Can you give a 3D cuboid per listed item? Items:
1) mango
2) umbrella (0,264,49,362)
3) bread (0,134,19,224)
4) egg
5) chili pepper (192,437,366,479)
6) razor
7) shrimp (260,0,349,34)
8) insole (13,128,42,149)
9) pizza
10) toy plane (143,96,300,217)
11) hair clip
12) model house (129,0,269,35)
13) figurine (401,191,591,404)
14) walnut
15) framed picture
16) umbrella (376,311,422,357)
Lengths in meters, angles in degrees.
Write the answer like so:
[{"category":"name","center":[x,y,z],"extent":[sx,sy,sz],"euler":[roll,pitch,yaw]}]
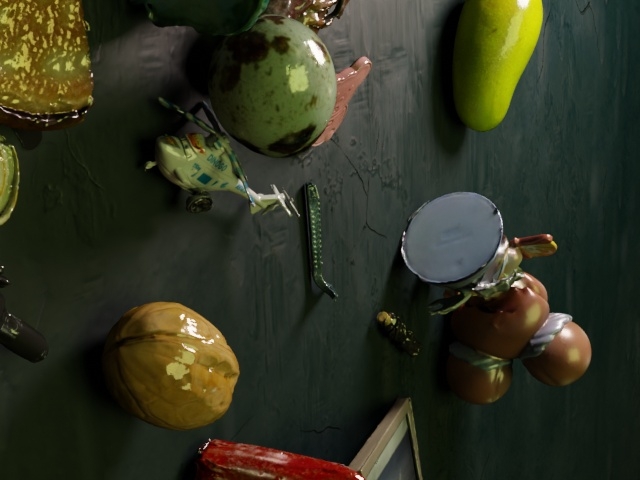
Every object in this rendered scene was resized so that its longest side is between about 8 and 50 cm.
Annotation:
[{"category":"mango","center":[0.310,-0.340,2.299],"extent":[0.175,0.143,0.293],"euler":[-10,115,-61]},{"category":"umbrella","center":[-0.399,0.054,1.369],"extent":[0.340,0.118,0.118],"euler":[52,55,-52]},{"category":"bread","center":[-0.395,-0.076,1.370],"extent":[0.156,0.064,0.117],"euler":[41,48,-50]},{"category":"egg","center":[-0.061,-0.196,1.680],"extent":[0.231,0.169,0.169],"euler":[75,36,-61]},{"category":"chili pepper","center":[-0.053,0.370,1.815],"extent":[0.136,0.253,0.144],"euler":[53,44,-69]},{"category":"razor","center":[-0.006,0.001,1.995],"extent":[0.066,0.033,0.190],"euler":[-121,-159,-70]},{"category":"shrimp","center":[-0.024,-0.383,1.812],"extent":[0.343,0.116,0.145],"euler":[-65,148,-17]},{"category":"insole","center":[-0.358,-0.160,1.470],"extent":[0.045,0.002,0.135],"euler":[-56,138,-32]},{"category":"pizza","center":[-0.361,-0.255,1.385],"extent":[0.251,0.074,0.287],"euler":[-17,106,-52]},{"category":"toy plane","center":[-0.143,-0.094,1.748],"extent":[0.182,0.107,0.273],"euler":[56,10,13]},{"category":"hair clip","center":[0.016,-0.206,1.920],"extent":[0.123,0.102,0.138],"euler":[-31,122,-46]},{"category":"model house","center":[-0.095,-0.401,1.610],"extent":[0.241,0.226,0.261],"euler":[-20,115,-53]},{"category":"figurine","center":[0.315,0.113,2.310],"extent":[0.388,0.277,0.248],"euler":[52,31,-50]},{"category":"walnut","center":[-0.192,0.165,1.648],"extent":[0.207,0.159,0.159],"euler":[35,67,-51]},{"category":"framed picture","center":[0.126,0.466,2.085],"extent":[0.446,0.028,0.326],"euler":[-30,111,-74]},{"category":"umbrella","center":[0.137,0.161,2.228],"extent":[0.144,0.037,0.040],"euler":[47,31,-50]}]
